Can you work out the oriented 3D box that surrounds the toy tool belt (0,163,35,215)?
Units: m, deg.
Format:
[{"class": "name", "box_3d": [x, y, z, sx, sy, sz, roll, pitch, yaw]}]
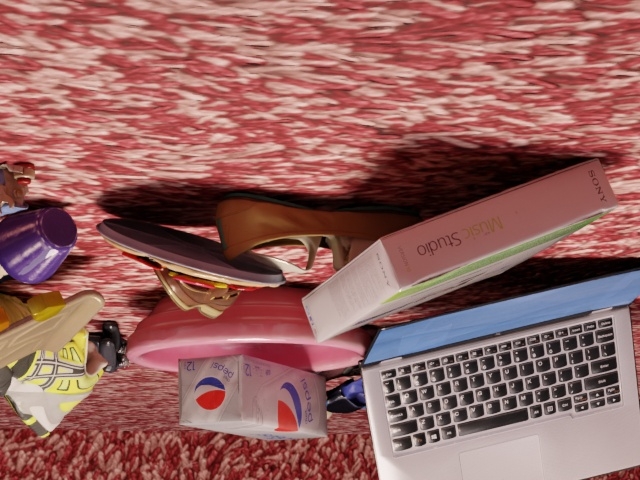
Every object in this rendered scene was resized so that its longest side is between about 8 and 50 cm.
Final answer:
[{"class": "toy tool belt", "box_3d": [-0.293, -0.039, 1.490, 0.052, 0.051, 0.083, 11, 163, -44]}]

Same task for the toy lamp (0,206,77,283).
[{"class": "toy lamp", "box_3d": [-0.352, 0.034, 1.696, 0.080, 0.080, 0.274, 10, 154, -40]}]

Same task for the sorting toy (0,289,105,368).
[{"class": "sorting toy", "box_3d": [-0.367, 0.108, 1.853, 0.229, 0.041, 0.307, -22, 170, -33]}]

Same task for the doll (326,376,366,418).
[{"class": "doll", "box_3d": [0.052, 0.229, 2.383, 0.129, 0.046, 0.189, 11, 149, -41]}]

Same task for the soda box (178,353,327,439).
[{"class": "soda box", "box_3d": [-0.087, 0.219, 2.199, 0.098, 0.091, 0.286, -6, 167, 22]}]

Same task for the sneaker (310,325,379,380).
[{"class": "sneaker", "box_3d": [0.027, 0.192, 2.452, 0.162, 0.106, 0.281, -3, 167, -1]}]

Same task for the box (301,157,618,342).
[{"class": "box", "box_3d": [0.126, 0.016, 1.580, 0.232, 0.058, 0.322, -20, 175, -17]}]

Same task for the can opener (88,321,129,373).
[{"class": "can opener", "box_3d": [-0.318, 0.163, 2.396, 0.073, 0.059, 0.186, 2, 168, -9]}]

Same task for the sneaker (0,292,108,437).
[{"class": "sneaker", "box_3d": [-0.401, 0.130, 2.146, 0.147, 0.145, 0.385, -41, 158, -10]}]

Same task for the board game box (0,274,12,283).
[{"class": "board game box", "box_3d": [-0.413, 0.018, 1.788, 0.133, 0.033, 0.168, -18, 160, 21]}]

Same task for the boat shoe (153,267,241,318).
[{"class": "boat shoe", "box_3d": [-0.143, 0.046, 1.892, 0.060, 0.064, 0.178, -35, 161, 10]}]

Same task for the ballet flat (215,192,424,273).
[{"class": "ballet flat", "box_3d": [0.000, 0.000, 1.631, 0.232, 0.073, 0.080, 5, 165, -24]}]

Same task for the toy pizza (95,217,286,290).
[{"class": "toy pizza", "box_3d": [-0.134, 0.020, 1.632, 0.201, 0.032, 0.201, 16, -174, -2]}]

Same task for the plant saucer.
[{"class": "plant saucer", "box_3d": [-0.095, 0.122, 2.164, 0.332, 0.084, 0.332, -1, 168, 0]}]

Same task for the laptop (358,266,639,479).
[{"class": "laptop", "box_3d": [0.262, 0.208, 2.076, 0.382, 0.408, 0.236, -12, -158, -6]}]
